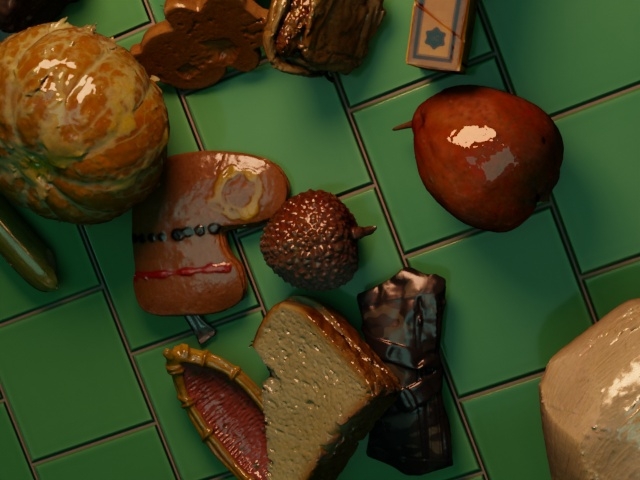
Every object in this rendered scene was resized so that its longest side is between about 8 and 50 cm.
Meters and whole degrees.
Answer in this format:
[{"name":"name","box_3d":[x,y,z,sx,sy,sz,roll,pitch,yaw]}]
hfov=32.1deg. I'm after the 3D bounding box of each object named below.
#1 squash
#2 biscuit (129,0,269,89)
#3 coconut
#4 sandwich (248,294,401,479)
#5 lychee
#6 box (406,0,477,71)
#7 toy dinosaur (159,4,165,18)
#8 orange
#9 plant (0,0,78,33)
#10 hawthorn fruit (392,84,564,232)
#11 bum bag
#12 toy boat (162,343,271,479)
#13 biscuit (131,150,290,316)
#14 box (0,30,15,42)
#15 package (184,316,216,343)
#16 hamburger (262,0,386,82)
[{"name":"squash","box_3d":[-0.520,-0.006,1.880,0.069,0.069,0.239,-41,88,13]},{"name":"biscuit","box_3d":[-0.183,-0.311,1.735,0.184,0.035,0.249,29,137,-35]},{"name":"coconut","box_3d":[0.477,0.270,1.591,0.360,0.346,0.346,-39,89,7]},{"name":"sandwich","box_3d":[-0.027,0.251,1.770,0.254,0.099,0.288,42,112,29]},{"name":"lychee","box_3d":[0.000,0.000,1.731,0.197,0.165,0.165,-12,95,15]},{"name":"box","box_3d":[0.194,-0.399,1.631,0.084,0.193,0.301,9,99,10]},{"name":"toy dinosaur","box_3d":[-0.221,-0.371,1.802,0.083,0.021,0.062,8,86,11]},{"name":"orange","box_3d":[-0.386,-0.180,1.724,0.329,0.249,0.329,20,141,17]},{"name":"plant","box_3d":[-0.501,-0.476,1.753,0.188,0.199,0.276,-29,89,18]},{"name":"hawthorn fruit","box_3d":[0.226,-0.135,1.663,0.262,0.210,0.210,31,102,18]},{"name":"bum bag","box_3d":[0.134,0.211,1.771,0.144,0.095,0.340,-2,99,12]},{"name":"toy boat","box_3d":[-0.143,0.296,1.833,0.141,0.099,0.318,-38,86,12]},{"name":"biscuit","box_3d":[-0.183,-0.008,1.813,0.262,0.052,0.277,2,93,11]},{"name":"box","box_3d":[-0.611,-0.306,1.874,0.285,0.044,0.142,2,101,11]},{"name":"package","box_3d":[-0.217,0.120,1.863,0.037,0.015,0.110,-34,90,12]},{"name":"hamburger","box_3d":[-0.008,-0.337,1.683,0.130,0.206,0.183,23,101,37]}]
